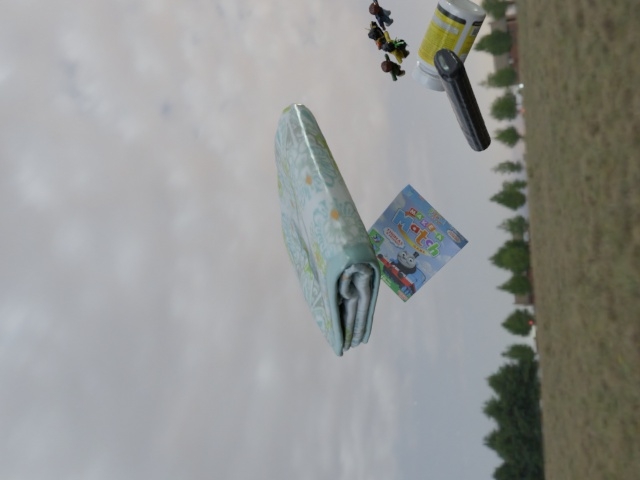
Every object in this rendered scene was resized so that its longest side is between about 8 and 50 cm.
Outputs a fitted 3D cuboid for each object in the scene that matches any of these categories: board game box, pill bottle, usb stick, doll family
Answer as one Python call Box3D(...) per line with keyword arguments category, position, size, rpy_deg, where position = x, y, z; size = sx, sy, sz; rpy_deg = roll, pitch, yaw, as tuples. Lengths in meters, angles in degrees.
Box3D(category="board game box", position=(0.173, 0.010, 1.355), size=(0.039, 0.160, 0.211), rpy_deg=(-38, -11, -43))
Box3D(category="pill bottle", position=(0.309, -0.481, 1.658), size=(0.119, 0.119, 0.209), rpy_deg=(-69, 1, -54))
Box3D(category="usb stick", position=(0.264, -0.251, 1.244), size=(0.278, 0.045, 0.077), rpy_deg=(42, -156, -58))
Box3D(category="doll family", position=(0.148, -0.458, 1.528), size=(0.193, 0.076, 0.111), rpy_deg=(62, -152, 7))

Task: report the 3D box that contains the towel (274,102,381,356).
Box3D(category="towel", position=(0.000, 0.000, 1.180), size=(0.374, 0.090, 0.321), rpy_deg=(91, 158, -59))
